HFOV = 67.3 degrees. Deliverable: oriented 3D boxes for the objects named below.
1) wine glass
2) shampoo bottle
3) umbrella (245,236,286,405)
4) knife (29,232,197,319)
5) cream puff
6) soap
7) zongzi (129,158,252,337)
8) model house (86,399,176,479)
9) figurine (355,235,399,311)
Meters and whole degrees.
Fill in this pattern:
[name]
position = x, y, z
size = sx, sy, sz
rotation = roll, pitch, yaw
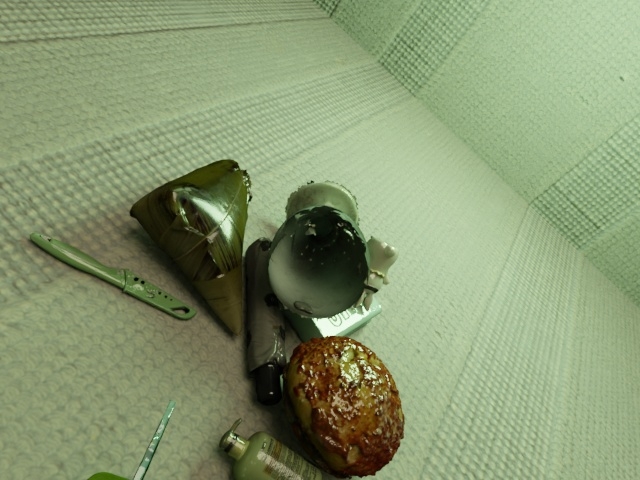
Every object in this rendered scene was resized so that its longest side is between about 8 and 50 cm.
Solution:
[wine glass]
position = 0.000, 0.004, 0.953
size = 0.190, 0.191, 0.357
rotation = 34, 16, -9
[shampoo bottle]
position = -0.079, 0.337, 0.716
size = 0.162, 0.079, 0.079
rotation = 36, 38, -7
[umbrella]
position = -0.103, 0.138, 0.894
size = 0.067, 0.073, 0.338
rotation = 21, 42, -31
[knife]
position = -0.342, 0.060, 0.810
size = 0.292, 0.020, 0.043
rotation = 31, 37, -13
[cream puff]
position = 0.043, 0.262, 0.790
size = 0.240, 0.163, 0.240
rotation = 43, 29, -30
[soap]
position = 0.028, 0.145, 1.003
size = 0.198, 0.066, 0.119
rotation = -20, 69, -48
[zongzi]
position = -0.180, 0.000, 0.940
size = 0.300, 0.145, 0.274
rotation = 58, 31, -9
[model house]
position = -0.162, 0.348, 0.438
size = 0.242, 0.313, 0.358
rotation = 28, 39, -8
[figurine]
position = 0.111, 0.070, 1.025
size = 0.081, 0.146, 0.098
rotation = 24, 7, -3
